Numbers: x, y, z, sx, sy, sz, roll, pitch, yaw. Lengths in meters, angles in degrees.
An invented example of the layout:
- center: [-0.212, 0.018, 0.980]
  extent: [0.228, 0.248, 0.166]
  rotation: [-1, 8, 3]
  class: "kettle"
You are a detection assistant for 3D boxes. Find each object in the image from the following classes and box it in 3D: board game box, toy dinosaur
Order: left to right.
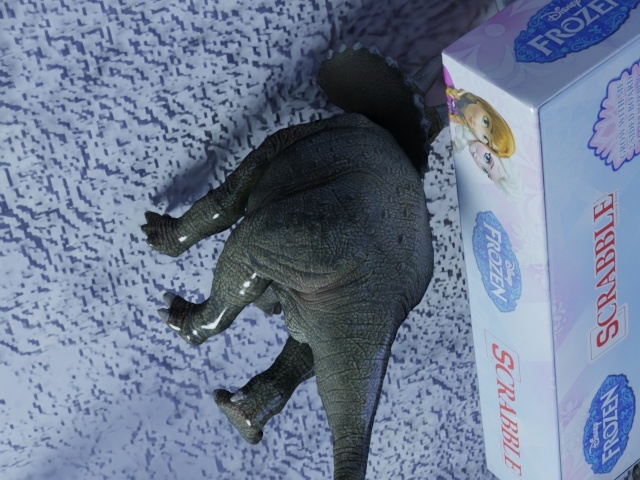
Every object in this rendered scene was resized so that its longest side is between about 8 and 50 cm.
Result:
- center: [0.000, 0.000, 0.908]
  extent: [0.121, 0.313, 0.160]
  rotation: [39, 116, -18]
  class: "toy dinosaur"
- center: [0.211, -0.046, 0.977]
  extent: [0.318, 0.066, 0.318]
  rotation: [-35, 139, -23]
  class: "board game box"

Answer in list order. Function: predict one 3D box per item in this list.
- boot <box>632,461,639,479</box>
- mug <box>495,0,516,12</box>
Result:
- center: [0.248, 0.295, 1.332]
  extent: [0.229, 0.091, 0.263]
  rotation: [-38, 99, 21]
  class: "boot"
- center: [0.190, -0.103, 1.046]
  extent: [0.150, 0.113, 0.169]
  rotation: [-36, 136, -10]
  class: "mug"
